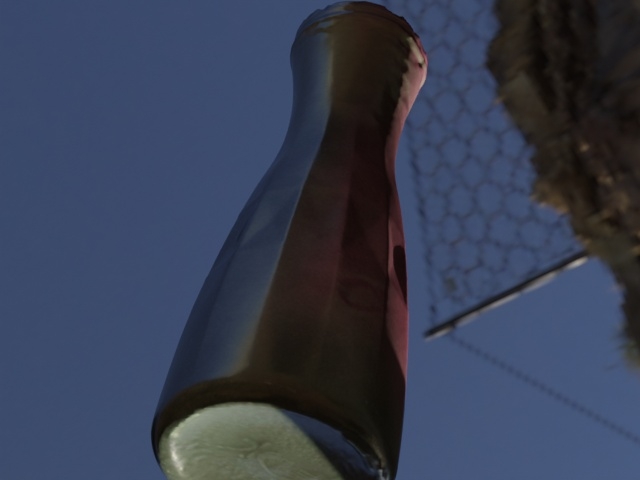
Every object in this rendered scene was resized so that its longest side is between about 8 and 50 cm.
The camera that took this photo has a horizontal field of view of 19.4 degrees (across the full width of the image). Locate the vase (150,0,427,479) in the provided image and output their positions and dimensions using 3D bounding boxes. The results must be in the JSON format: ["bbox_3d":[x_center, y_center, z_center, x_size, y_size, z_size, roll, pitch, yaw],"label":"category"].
[{"bbox_3d":[0.000,0.000,0.706,0.086,0.086,0.214,29,-134,-19],"label":"vase"}]
